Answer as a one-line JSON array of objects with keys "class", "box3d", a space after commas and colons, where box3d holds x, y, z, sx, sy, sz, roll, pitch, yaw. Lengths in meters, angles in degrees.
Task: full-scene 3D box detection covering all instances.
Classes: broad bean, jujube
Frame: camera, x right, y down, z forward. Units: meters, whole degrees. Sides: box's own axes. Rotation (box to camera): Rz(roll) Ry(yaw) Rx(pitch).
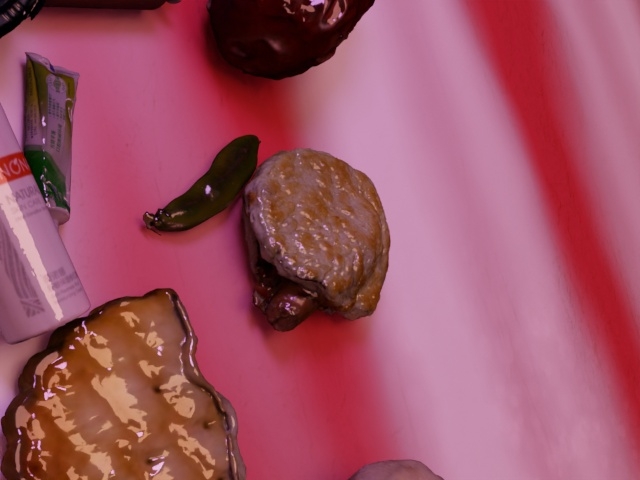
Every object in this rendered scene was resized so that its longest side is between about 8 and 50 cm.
[{"class": "broad bean", "box3d": [-0.143, -0.073, 1.268, 0.065, 0.046, 0.254, 45, 45, -3]}, {"class": "jujube", "box3d": [-0.021, -0.408, 1.399, 0.258, 0.258, 0.376, 34, 56, -30]}]

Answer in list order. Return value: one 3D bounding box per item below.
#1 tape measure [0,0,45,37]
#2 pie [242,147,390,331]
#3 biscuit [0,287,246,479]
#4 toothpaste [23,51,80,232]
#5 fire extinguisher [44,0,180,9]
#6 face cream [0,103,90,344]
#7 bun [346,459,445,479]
[{"class": "tape measure", "box3d": [-0.403, -0.302, 1.041, 0.199, 0.112, 0.186, -42, 111, -7]}, {"class": "pie", "box3d": [0.000, -0.009, 1.334, 0.275, 0.106, 0.257, -3, 77, -47]}, {"class": "biscuit", "box3d": [-0.193, 0.211, 1.067, 0.329, 0.078, 0.334, 30, 52, -29]}, {"class": "toothpaste", "box3d": [-0.319, -0.109, 1.112, 0.078, 0.047, 0.247, 18, 57, -44]}, {"class": "fire extinguisher", "box3d": [-0.275, -0.354, 1.228, 0.269, 0.105, 0.104, -13, 81, -46]}, {"class": "face cream", "box3d": [-0.354, -0.065, 0.985, 0.102, 0.102, 0.345, -32, 103, -48]}, {"class": "bun", "box3d": [0.081, 0.399, 1.202, 0.239, 0.141, 0.239, 23, 58, -44]}]
